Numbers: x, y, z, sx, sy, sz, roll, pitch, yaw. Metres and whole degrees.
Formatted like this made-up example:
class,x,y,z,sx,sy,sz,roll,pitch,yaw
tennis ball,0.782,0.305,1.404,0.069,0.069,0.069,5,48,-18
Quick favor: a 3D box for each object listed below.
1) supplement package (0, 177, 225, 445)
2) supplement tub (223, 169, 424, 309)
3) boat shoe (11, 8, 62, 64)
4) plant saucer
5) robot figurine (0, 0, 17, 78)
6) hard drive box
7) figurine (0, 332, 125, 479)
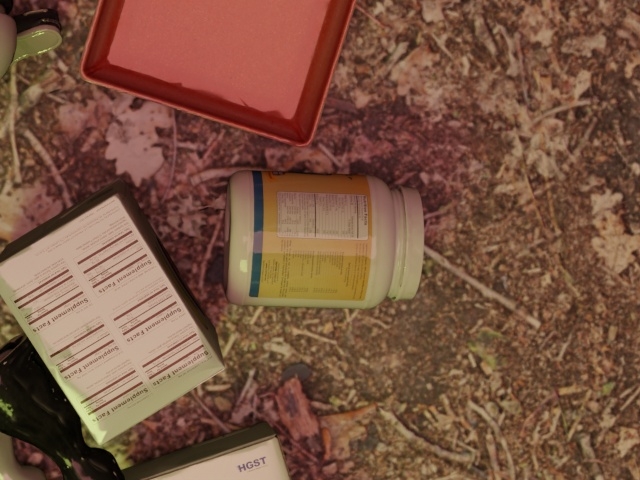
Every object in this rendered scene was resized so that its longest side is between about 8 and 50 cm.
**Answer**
class,x,y,z,sx,sy,sz,roll,pitch,yaw
supplement package,-0.215,0.065,1.263,0.149,0.194,0.203,-31,101,-3
supplement tub,0.000,0.000,1.307,0.200,0.144,0.144,2,98,-8
boat shoe,-0.330,-0.210,1.289,0.125,0.046,0.038,-17,58,11
plant saucer,-0.097,-0.257,1.308,0.258,0.048,0.259,17,95,-9
robot figurine,-0.390,-0.267,1.187,0.174,0.209,0.278,-13,89,-9
hard drive box,-0.103,0.340,1.346,0.181,0.089,0.232,-17,95,-9
figurine,-0.314,0.218,1.290,0.209,0.215,0.092,56,44,-14
